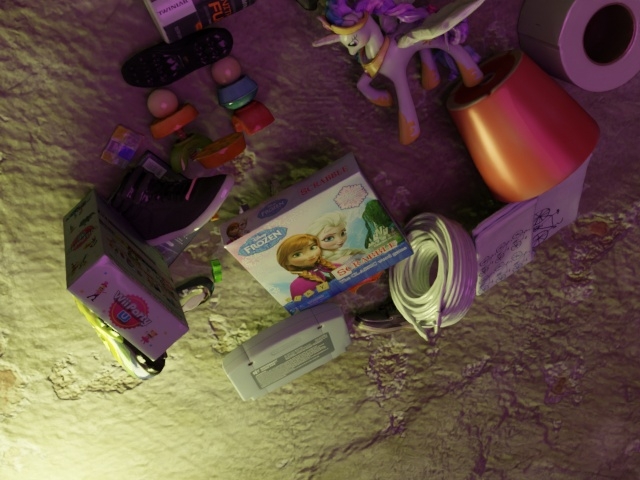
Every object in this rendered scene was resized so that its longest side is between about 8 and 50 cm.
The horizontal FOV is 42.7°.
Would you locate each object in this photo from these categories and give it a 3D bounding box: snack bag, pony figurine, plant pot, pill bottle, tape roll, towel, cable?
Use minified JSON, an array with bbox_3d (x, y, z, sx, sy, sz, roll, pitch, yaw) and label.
[{"bbox_3d":[0.495,-0.032,1.927,0.342,0.037,0.323,-34,151,-8],"label":"snack bag"},{"bbox_3d":[0.186,-0.411,1.617,0.351,0.303,0.363,-41,137,5],"label":"pony figurine"},{"bbox_3d":[0.419,-0.259,1.770,0.275,0.275,0.243,-41,110,2],"label":"plant pot"},{"bbox_3d":[-0.202,-0.471,1.506,0.245,0.130,0.130,-28,120,-6],"label":"pill bottle"},{"bbox_3d":[0.576,-0.460,1.772,0.246,0.169,0.246,-8,116,-16],"label":"tape roll"},{"bbox_3d":[-0.396,-0.187,1.637,0.060,0.009,0.083,30,101,-29],"label":"towel"},{"bbox_3d":[0.254,0.068,1.851,0.089,0.257,0.257,9,109,-29],"label":"cable"}]

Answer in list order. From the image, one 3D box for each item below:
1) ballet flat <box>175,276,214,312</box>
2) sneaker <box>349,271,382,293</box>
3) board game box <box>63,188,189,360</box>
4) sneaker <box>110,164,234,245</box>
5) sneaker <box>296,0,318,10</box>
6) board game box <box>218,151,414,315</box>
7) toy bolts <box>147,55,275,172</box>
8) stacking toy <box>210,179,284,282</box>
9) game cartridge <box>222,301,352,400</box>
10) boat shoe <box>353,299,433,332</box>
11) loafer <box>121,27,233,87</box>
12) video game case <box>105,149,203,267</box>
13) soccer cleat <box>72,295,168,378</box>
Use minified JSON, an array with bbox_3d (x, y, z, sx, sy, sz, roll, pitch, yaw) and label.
[{"bbox_3d":[-0.323,0.143,1.783,0.203,0.074,0.074,-27,120,-6],"label":"ballet flat"},{"bbox_3d":[0.125,0.055,1.908,0.175,0.064,0.067,-36,121,17],"label":"sneaker"},{"bbox_3d":[-0.377,0.059,1.560,0.097,0.303,0.224,-41,120,2],"label":"board game box"},{"bbox_3d":[-0.297,-0.087,1.569,0.295,0.105,0.147,-22,126,43],"label":"sneaker"},{"bbox_3d":[0.032,-0.535,1.597,0.234,0.078,0.106,-41,136,-7],"label":"sneaker"},{"bbox_3d":[0.000,0.000,1.748,0.318,0.066,0.318,-29,138,10],"label":"board game box"},{"bbox_3d":[-0.206,-0.254,1.581,0.228,0.218,0.158,-36,112,-22],"label":"toy bolts"},{"bbox_3d":[-0.161,-0.021,1.769,0.167,0.052,0.221,-14,127,-20],"label":"stacking toy"},{"bbox_3d":[-0.074,0.255,1.894,0.297,0.062,0.198,-27,141,-7],"label":"game cartridge"},{"bbox_3d":[0.182,0.177,1.982,0.223,0.080,0.073,2,108,-26],"label":"boat shoe"},{"bbox_3d":[-0.272,-0.351,1.570,0.223,0.078,0.076,-18,116,8],"label":"loafer"},{"bbox_3d":[-0.368,-0.027,1.713,0.196,0.026,0.274,37,98,-30],"label":"video game case"},{"bbox_3d":[-0.448,0.188,1.746,0.121,0.093,0.289,-17,118,38],"label":"soccer cleat"}]
